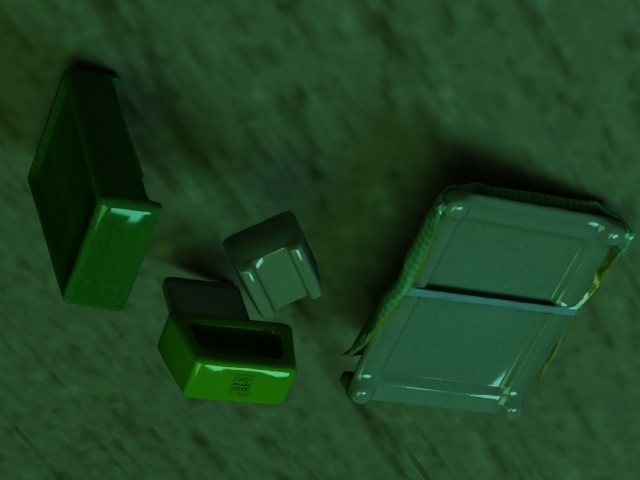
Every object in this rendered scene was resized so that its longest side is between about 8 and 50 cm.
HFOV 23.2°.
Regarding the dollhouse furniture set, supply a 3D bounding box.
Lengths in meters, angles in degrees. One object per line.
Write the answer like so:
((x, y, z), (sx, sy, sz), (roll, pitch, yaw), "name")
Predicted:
((0.000, 0.000, 0.428), (0.151, 0.059, 0.076), (8, 124, -25), "dollhouse furniture set")
